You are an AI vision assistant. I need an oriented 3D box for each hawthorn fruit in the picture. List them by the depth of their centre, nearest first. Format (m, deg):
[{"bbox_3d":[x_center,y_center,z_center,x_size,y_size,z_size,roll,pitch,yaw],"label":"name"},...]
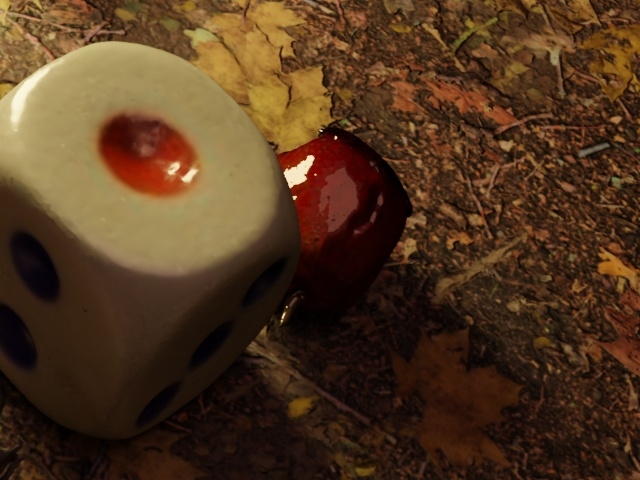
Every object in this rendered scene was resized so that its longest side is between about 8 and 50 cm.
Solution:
[{"bbox_3d":[0.000,0.000,2.037,0.190,0.189,0.251,19,64,-6],"label":"hawthorn fruit"}]

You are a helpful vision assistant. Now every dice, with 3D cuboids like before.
[{"bbox_3d":[-0.211,0.001,1.863,0.304,0.304,0.277,44,53,14],"label":"dice"}]

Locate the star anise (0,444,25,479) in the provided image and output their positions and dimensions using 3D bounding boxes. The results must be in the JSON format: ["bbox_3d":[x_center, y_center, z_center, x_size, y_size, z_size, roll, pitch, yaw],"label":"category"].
[{"bbox_3d":[-0.387,0.265,1.735,0.229,0.093,0.236,22,48,-3],"label":"star anise"}]
